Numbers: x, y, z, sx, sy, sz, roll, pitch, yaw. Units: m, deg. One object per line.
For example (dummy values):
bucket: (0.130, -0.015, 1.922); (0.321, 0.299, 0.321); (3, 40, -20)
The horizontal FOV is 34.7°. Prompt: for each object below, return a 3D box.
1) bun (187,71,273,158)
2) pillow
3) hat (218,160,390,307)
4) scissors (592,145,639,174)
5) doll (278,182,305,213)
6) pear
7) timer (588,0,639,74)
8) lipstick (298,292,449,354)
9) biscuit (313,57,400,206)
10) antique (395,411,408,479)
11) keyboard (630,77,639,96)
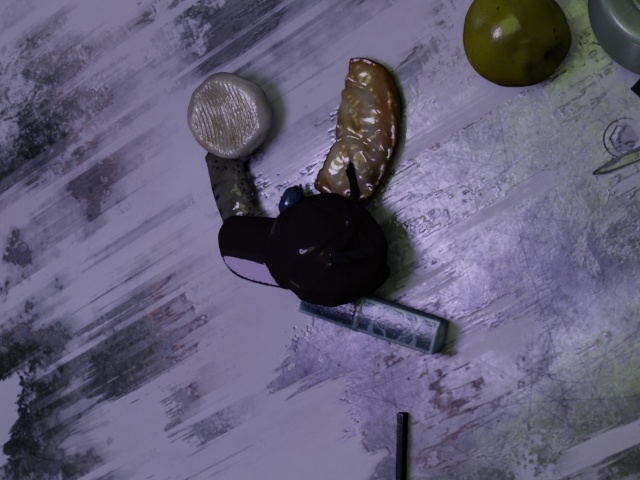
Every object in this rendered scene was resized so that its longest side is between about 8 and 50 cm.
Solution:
bun: (-0.182, -0.257, 2.115); (0.183, 0.102, 0.183); (2, 97, 17)
pillow: (-0.175, -0.090, 2.130); (0.093, 0.051, 0.241); (-23, 76, 20)
hat: (-0.016, -0.024, 1.910); (0.336, 0.238, 0.209); (17, 131, 1)
scissors: (0.623, -0.180, 1.813); (0.300, 0.022, 0.109); (-26, 73, 21)
doll: (-0.054, -0.080, 2.063); (0.050, 0.083, 0.076); (23, 93, 17)
pear: (0.349, -0.372, 1.854); (0.198, 0.198, 0.198); (-2, 86, 23)
timer: (0.583, -0.438, 1.668); (0.290, 0.315, 0.291); (-2, 84, 15)
lipstick: (0.104, 0.146, 1.983); (0.289, 0.076, 0.078); (16, 93, 21)
biscuit: (0.086, -0.209, 2.030); (0.154, 0.045, 0.299); (17, 93, 24)
antique: (0.156, 0.427, 1.968); (0.015, 0.031, 0.192); (0, 87, 23)
keyboard: (0.638, -0.234, 1.795); (0.074, 0.015, 0.196); (-50, 59, 15)
